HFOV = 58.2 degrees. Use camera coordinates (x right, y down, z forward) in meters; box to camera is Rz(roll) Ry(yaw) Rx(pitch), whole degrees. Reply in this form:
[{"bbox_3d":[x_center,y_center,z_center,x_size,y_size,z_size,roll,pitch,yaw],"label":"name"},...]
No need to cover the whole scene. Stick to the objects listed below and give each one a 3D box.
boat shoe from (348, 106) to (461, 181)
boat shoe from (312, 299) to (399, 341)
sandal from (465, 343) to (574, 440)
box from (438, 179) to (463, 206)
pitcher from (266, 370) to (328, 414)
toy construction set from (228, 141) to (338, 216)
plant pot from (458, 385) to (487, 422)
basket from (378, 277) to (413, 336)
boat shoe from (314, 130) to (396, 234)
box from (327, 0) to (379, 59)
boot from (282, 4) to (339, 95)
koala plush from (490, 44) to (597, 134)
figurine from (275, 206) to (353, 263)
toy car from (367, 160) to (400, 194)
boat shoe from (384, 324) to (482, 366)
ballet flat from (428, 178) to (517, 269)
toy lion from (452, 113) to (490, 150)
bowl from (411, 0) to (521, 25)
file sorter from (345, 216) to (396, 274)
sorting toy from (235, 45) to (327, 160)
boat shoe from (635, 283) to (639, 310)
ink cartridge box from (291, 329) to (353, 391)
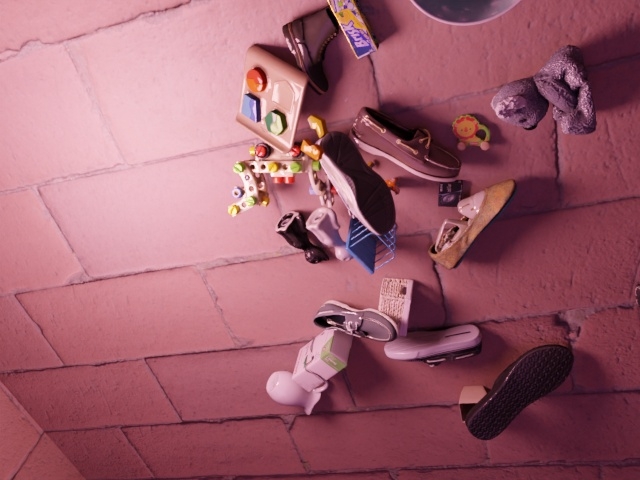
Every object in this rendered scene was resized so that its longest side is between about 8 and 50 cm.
[{"bbox_3d":[0.240,-0.261,1.560,0.325,0.116,0.096,24,130,1],"label":"boat shoe"},{"bbox_3d":[0.111,0.283,1.900,0.320,0.099,0.116,13,123,40],"label":"boat shoe"},{"bbox_3d":[0.671,0.503,1.995,0.168,0.107,0.445,41,104,-12],"label":"sandal"},{"bbox_3d":[0.378,-0.138,1.677,0.067,0.018,0.083,3,126,9],"label":"box"},{"bbox_3d":[-0.088,0.569,2.230,0.207,0.125,0.177,31,105,-24],"label":"pitcher"},{"bbox_3d":[-0.111,-0.177,1.666,0.328,0.151,0.214,-1,101,3],"label":"toy construction set"},{"bbox_3d":[0.568,0.595,2.117,0.109,0.096,0.108,-7,123,15],"label":"plant pot"},{"bbox_3d":[0.245,0.217,1.901,0.103,0.113,0.167,7,126,9],"label":"basket"},{"bbox_3d":[0.095,-0.155,1.598,0.320,0.118,0.103,53,162,-11],"label":"boat shoe"},{"bbox_3d":[0.083,-0.541,1.425,0.059,0.054,0.168,-20,118,24],"label":"box"},{"bbox_3d":[0.006,-0.482,1.467,0.137,0.076,0.197,-19,120,25],"label":"boot"},{"bbox_3d":[0.529,-0.351,1.401,0.222,0.196,0.203,-11,111,19],"label":"koala plush"},{"bbox_3d":[0.000,0.000,1.789,0.215,0.092,0.209,-5,135,41],"label":"figurine"},{"bbox_3d":[0.187,-0.184,1.662,0.122,0.060,0.040,39,92,-24],"label":"toy car"},{"bbox_3d":[0.392,0.382,1.983,0.336,0.121,0.119,-10,118,16],"label":"boat shoe"},{"bbox_3d":[0.426,-0.054,1.671,0.123,0.123,0.348,25,129,-6],"label":"ballet flat"},{"bbox_3d":[0.407,-0.294,1.555,0.100,0.034,0.096,1,118,11],"label":"toy lion"},{"bbox_3d":[0.321,-0.641,1.237,0.312,0.163,0.311,6,126,8],"label":"bowl"},{"bbox_3d":[0.158,-0.009,1.722,0.105,0.170,0.118,-36,112,28],"label":"file sorter"},{"bbox_3d":[-0.105,-0.348,1.523,0.307,0.041,0.228,36,129,23],"label":"sorting toy"},{"bbox_3d":[0.994,0.185,1.773,0.046,0.038,0.125,-38,125,-14],"label":"boat shoe"},{"bbox_3d":[0.007,0.419,2.064,0.093,0.160,0.219,39,123,-15],"label":"ink cartridge box"}]
